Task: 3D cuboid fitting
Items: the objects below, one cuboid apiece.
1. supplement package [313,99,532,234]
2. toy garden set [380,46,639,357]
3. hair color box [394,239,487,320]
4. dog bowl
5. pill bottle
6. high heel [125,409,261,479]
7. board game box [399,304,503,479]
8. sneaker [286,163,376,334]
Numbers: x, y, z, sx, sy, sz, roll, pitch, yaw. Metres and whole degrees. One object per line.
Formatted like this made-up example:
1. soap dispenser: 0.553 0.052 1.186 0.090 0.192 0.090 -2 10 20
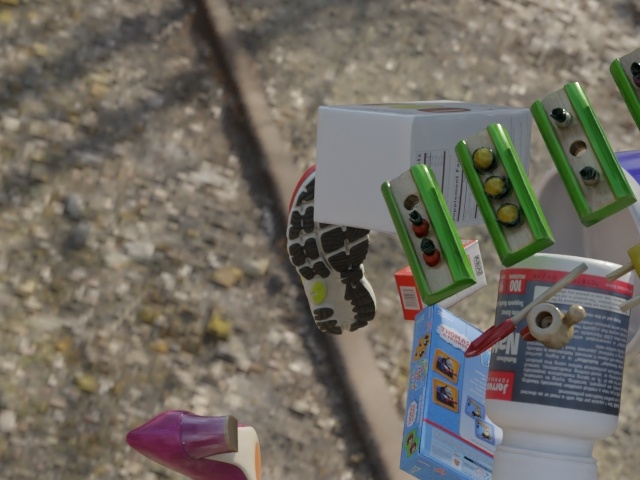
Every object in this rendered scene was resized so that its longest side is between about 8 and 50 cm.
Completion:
1. supplement package: 0.121 -0.088 1.699 0.139 0.133 0.244 10 12 38
2. toy garden set: 0.175 -0.015 1.090 0.049 0.244 0.203 35 31 -57
3. hair color box: 0.169 0.055 2.076 0.043 0.072 0.141 2 21 46
4. dog bowl: 0.383 0.018 1.915 0.104 0.264 0.265 -11 42 -25
5. pill bottle: 0.186 0.106 1.171 0.108 0.180 0.108 8 -7 1
6. high heel: -0.138 0.252 1.707 0.117 0.244 0.082 -5 72 8
7. board game box: 0.165 0.185 1.577 0.160 0.039 0.211 31 42 -19
8. sneaker: 0.000 0.000 1.868 0.107 0.279 0.118 -15 46 -9
